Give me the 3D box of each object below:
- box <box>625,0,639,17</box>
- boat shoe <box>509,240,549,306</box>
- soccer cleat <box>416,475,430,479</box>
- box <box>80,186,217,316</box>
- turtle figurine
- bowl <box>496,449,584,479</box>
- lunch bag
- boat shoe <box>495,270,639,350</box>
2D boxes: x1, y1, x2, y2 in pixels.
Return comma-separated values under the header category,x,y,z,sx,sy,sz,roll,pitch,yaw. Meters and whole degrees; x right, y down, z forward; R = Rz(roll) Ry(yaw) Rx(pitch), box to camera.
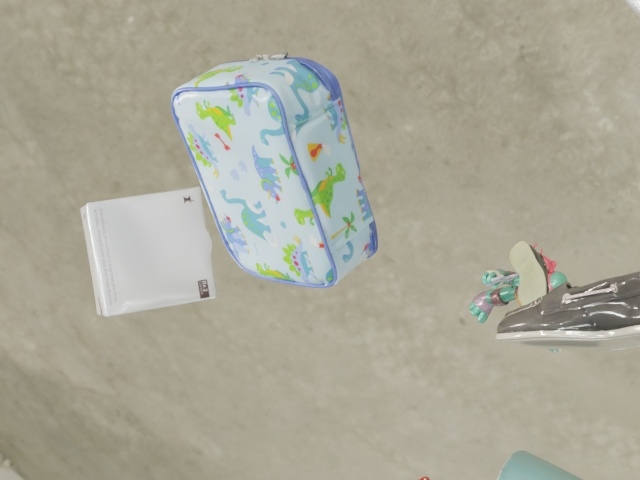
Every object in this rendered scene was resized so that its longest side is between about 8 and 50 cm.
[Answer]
category,x,y,z,sx,sy,sz,roll,pitch,yaw
box,0.329,-0.201,0.691,0.130,0.170,0.091,-44,60,22
boat shoe,0.299,0.055,1.205,0.042,0.133,0.049,34,121,-25
soccer cleat,0.141,0.399,1.352,0.036,0.083,0.029,-17,112,54
box,-0.274,0.018,1.376,0.119,0.182,0.180,171,89,-69
turtle figurine,0.341,0.100,1.409,0.175,0.118,0.234,47,159,4
bowl,0.476,0.598,1.775,0.163,0.311,0.311,-1,131,33
lunch bag,-0.046,-0.067,0.839,0.176,0.090,0.219,5,123,44
boat shoe,0.361,0.078,1.048,0.112,0.095,0.335,17,161,-38
